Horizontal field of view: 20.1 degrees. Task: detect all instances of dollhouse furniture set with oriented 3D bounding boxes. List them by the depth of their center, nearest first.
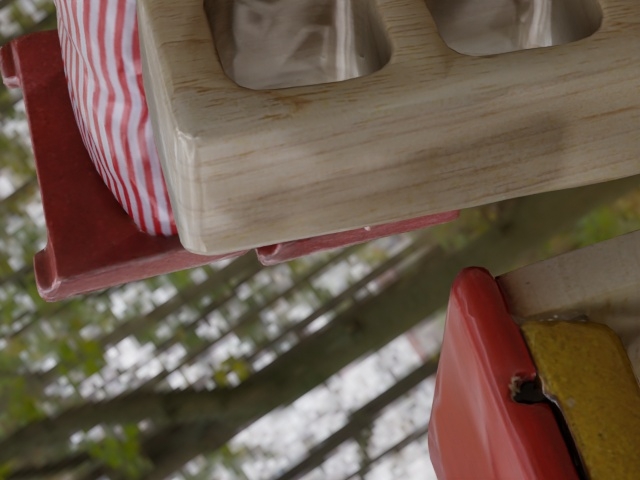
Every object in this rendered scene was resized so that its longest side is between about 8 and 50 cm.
[{"bbox_3d":[0.000,0.000,0.487,0.201,0.152,0.374,91,165,-51],"label":"dollhouse furniture set"}]
